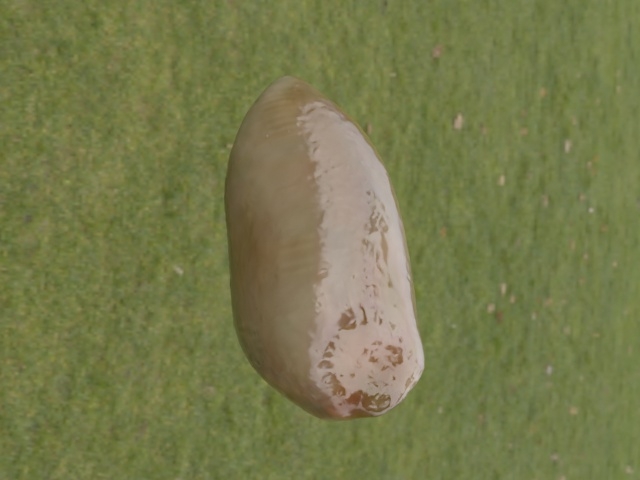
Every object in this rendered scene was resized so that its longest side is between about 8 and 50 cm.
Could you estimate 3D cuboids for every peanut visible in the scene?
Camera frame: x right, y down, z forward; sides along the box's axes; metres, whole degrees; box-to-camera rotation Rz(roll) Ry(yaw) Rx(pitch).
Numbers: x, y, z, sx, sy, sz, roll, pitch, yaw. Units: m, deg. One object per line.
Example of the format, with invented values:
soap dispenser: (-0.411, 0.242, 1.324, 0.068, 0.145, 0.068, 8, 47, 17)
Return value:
peanut: (0.000, 0.000, 0.398, 0.076, 0.076, 0.152, 43, 31, -58)
